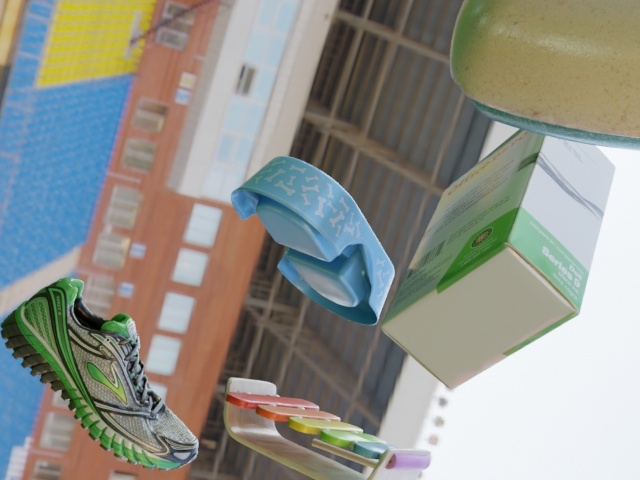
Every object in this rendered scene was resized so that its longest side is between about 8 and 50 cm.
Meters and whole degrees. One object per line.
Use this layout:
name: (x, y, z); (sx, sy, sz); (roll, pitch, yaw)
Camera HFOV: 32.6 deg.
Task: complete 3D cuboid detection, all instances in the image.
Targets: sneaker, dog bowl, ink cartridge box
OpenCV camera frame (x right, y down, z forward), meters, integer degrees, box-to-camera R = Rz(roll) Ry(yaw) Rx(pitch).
sneaker: (-0.304, 0.199, 1.603); (0.146, 0.343, 0.134); (-44, -177, 6)
dog bowl: (0.000, 0.000, 1.432); (0.166, 0.297, 0.074); (20, -114, 37)
ink cartridge box: (0.216, 0.003, 1.285); (0.211, 0.121, 0.289); (-39, -166, 41)

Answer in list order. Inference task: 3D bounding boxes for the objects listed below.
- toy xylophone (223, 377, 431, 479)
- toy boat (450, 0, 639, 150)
toy xylophone: (0.011, 0.288, 1.586); (0.322, 0.236, 0.081); (17, -90, 28)
toy boat: (0.252, -0.169, 0.792); (0.318, 0.267, 0.148); (-59, 150, -36)
